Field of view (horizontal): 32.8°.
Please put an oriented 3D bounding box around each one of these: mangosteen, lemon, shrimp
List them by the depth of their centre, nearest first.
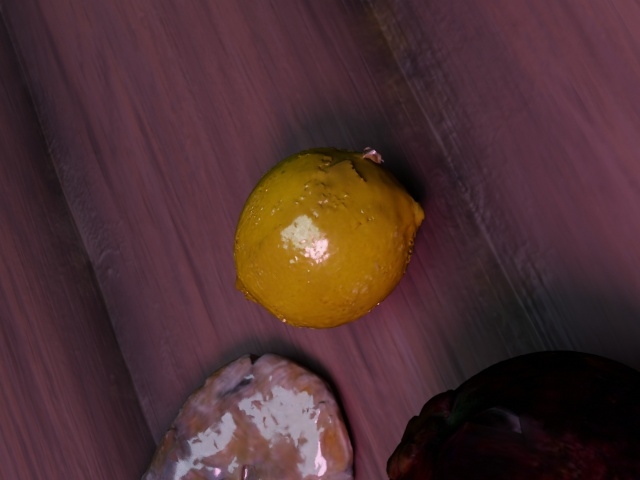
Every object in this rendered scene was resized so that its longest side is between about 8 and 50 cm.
[{"bbox_3d":[0.196,0.235,0.858,0.311,0.311,0.311,-2,87,35],"label":"mangosteen"},{"bbox_3d":[0.000,0.000,1.067,0.206,0.173,0.173,-37,68,26],"label":"lemon"},{"bbox_3d":[-0.122,0.317,1.196,0.221,0.110,0.445,43,108,20],"label":"shrimp"}]

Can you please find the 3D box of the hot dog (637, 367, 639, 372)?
[{"bbox_3d":[0.308,0.123,0.927,0.083,0.035,0.058,-30,68,31],"label":"hot dog"}]
